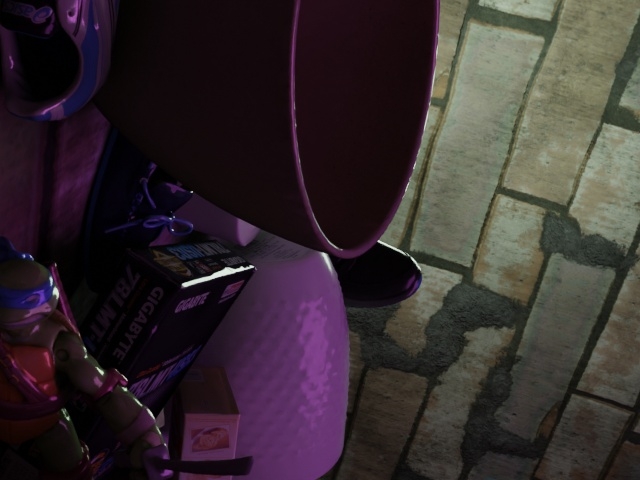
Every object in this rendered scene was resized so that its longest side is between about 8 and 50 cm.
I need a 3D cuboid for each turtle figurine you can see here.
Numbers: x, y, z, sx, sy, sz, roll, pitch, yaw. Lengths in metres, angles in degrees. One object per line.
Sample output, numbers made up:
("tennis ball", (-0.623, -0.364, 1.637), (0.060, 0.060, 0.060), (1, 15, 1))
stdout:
("turtle figurine", (-0.220, 0.165, 0.631), (0.197, 0.275, 0.266), (-22, 145, -35))

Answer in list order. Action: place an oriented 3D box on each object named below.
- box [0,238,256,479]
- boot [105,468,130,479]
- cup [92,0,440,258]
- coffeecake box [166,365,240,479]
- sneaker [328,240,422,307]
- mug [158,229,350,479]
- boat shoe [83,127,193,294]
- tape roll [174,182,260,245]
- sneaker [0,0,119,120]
("box", (-0.200, 0.138, 0.918), (0.293, 0.073, 0.295), (-55, 175, 6))
("boot", (-0.290, 0.321, 1.047), (0.219, 0.082, 0.106), (-18, 84, -58))
("cup", (-0.059, -0.165, 0.740), (0.331, 0.236, 0.331), (9, 90, -69))
("coffeecake box", (-0.150, 0.268, 1.087), (0.142, 0.068, 0.186), (-133, -131, -70))
("sneaker", (0.000, 0.000, 1.399), (0.125, 0.340, 0.140), (-58, 162, -46))
("mug", (-0.123, 0.164, 1.267), (0.374, 0.276, 0.328), (-18, 120, -45))
("boat shoe", (-0.171, -0.058, 0.886), (0.109, 0.089, 0.258), (-48, 154, -75))
("tape roll", (-0.105, -0.141, 1.188), (0.286, 0.100, 0.286), (17, 90, -83))
("sneaker", (-0.171, -0.185, 0.573), (0.086, 0.085, 0.237), (-71, 174, -56))
